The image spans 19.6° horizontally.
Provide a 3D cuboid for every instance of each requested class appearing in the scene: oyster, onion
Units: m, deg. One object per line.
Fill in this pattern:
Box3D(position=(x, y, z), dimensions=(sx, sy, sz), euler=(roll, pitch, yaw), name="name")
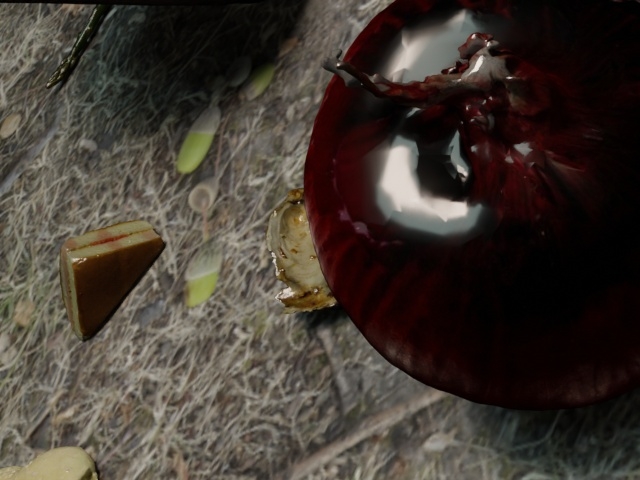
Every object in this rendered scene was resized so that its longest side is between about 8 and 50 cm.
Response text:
Box3D(position=(0.001, 0.001, 1.319), dimensions=(0.086, 0.029, 0.132), euler=(-21, 45, 28), name="oyster")
Box3D(position=(0.113, -0.049, 1.047), dimensions=(0.273, 0.285, 0.273), euler=(-6, 65, 14), name="onion")

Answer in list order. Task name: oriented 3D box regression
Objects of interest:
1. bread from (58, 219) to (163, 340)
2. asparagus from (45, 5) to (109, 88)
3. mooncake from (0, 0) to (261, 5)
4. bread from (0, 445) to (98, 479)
Box3D(position=(-0.180, 0.023, 1.468), dimensions=(0.109, 0.062, 0.043), euler=(-53, 38, 6), name="bread")
Box3D(position=(-0.208, -0.206, 1.711), dimensions=(0.016, 0.016, 0.163), euler=(23, 79, 25), name="asparagus")
Box3D(position=(-0.169, -0.258, 1.485), dimensions=(0.283, 0.283, 0.141), euler=(14, 104, 51), name="mooncake")
Box3D(position=(-0.252, 0.257, 1.382), dimensions=(0.251, 0.039, 0.182), euler=(-50, 38, 7), name="bread")
